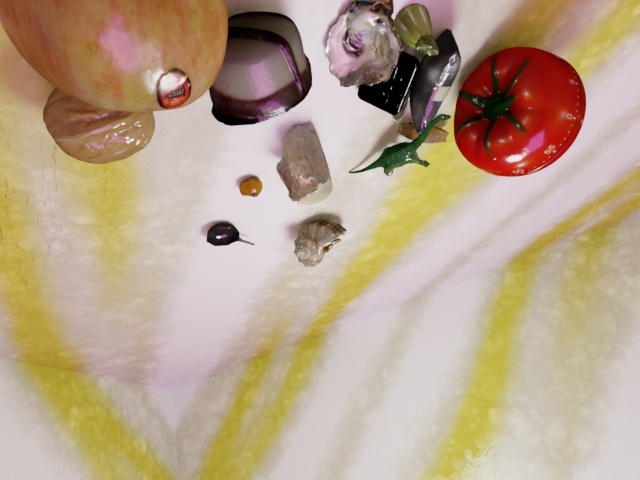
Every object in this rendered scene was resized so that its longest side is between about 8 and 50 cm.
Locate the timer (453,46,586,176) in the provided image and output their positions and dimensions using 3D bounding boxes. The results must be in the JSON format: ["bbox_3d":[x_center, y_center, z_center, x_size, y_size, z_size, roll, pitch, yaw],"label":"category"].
[{"bbox_3d":[0.597,-0.383,1.363,0.279,0.378,0.378,5,144,-35],"label":"timer"}]

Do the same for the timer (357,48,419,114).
[{"bbox_3d":[0.189,-0.462,1.286,0.144,0.055,0.187,29,146,9],"label":"timer"}]

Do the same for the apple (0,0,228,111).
[{"bbox_3d":[-0.370,-0.437,0.822,0.391,0.391,0.347,-2,129,-23],"label":"apple"}]

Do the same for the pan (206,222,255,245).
[{"bbox_3d":[-0.378,-0.015,1.827,0.128,0.048,0.202,-25,147,17],"label":"pan"}]

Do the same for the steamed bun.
[{"bbox_3d":[-0.056,-0.228,1.453,0.170,0.226,0.200,-16,152,0],"label":"steamed bun"}]

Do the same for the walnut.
[{"bbox_3d":[-0.544,-0.307,1.116,0.260,0.225,0.225,-15,150,1],"label":"walnut"}]

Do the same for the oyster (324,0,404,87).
[{"bbox_3d":[0.113,-0.517,1.174,0.222,0.083,0.214,-4,120,29],"label":"oyster"}]

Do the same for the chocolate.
[{"bbox_3d":[-0.164,-0.431,1.069,0.283,0.284,0.186,-19,134,5],"label":"chocolate"}]

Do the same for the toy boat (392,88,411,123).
[{"bbox_3d":[0.241,-0.450,1.384,0.089,0.071,0.185,-14,151,-7],"label":"toy boat"}]

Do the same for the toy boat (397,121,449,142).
[{"bbox_3d":[0.361,-0.377,1.561,0.206,0.072,0.064,1,120,-27],"label":"toy boat"}]

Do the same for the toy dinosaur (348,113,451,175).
[{"bbox_3d":[0.248,-0.296,1.501,0.447,0.087,0.300,-14,170,28],"label":"toy dinosaur"}]

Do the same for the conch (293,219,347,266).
[{"bbox_3d":[-0.014,-0.009,1.920,0.291,0.159,0.210,-40,167,-52],"label":"conch"}]

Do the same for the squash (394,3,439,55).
[{"bbox_3d":[0.262,-0.541,1.182,0.105,0.132,0.105,-13,150,-8],"label":"squash"}]

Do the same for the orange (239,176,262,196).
[{"bbox_3d":[-0.248,-0.187,1.594,0.086,0.062,0.086,-13,147,-9],"label":"orange"}]

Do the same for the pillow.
[{"bbox_3d":[0.321,-0.454,1.279,0.106,0.186,0.250,15,132,-6],"label":"pillow"}]
